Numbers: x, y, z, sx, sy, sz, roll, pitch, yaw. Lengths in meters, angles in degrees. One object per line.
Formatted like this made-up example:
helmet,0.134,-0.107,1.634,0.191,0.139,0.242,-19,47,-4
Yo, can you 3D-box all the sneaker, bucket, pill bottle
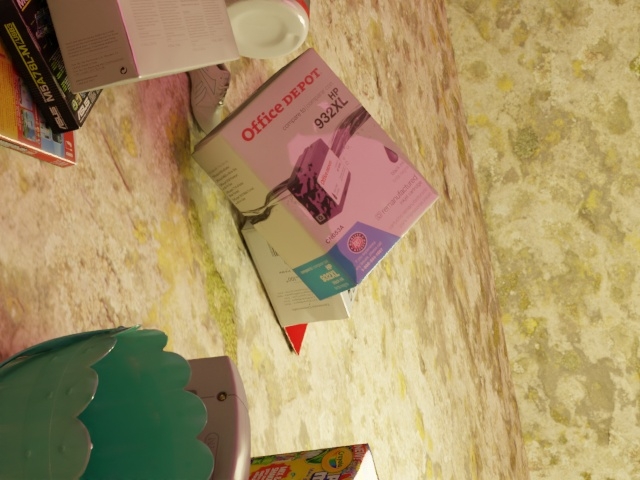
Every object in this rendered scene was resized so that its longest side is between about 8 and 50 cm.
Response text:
sneaker,-0.167,-0.233,2.020,0.053,0.061,0.152,-15,96,-72
bucket,-0.250,0.234,1.375,0.281,0.183,0.281,-11,90,-71
pill bottle,-0.093,-0.458,2.186,0.161,0.161,0.283,53,33,-52

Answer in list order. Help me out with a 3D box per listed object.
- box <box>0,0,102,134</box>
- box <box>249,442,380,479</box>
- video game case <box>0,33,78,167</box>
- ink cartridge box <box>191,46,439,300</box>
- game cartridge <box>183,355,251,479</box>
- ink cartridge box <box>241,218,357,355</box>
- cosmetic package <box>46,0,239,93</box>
box,-0.313,-0.254,1.577,0.191,0.045,0.184,-75,146,-50
box,-0.080,0.407,1.614,0.290,0.279,0.177,-52,129,-65
video game case,-0.368,-0.208,1.504,0.285,0.025,0.204,22,60,-67
ink cartridge box,-0.007,-0.100,1.998,0.307,0.129,0.223,48,63,-9
game cartridge,-0.181,0.274,1.522,0.062,0.198,0.297,69,21,-49
ink cartridge box,0.000,0.000,2.263,0.309,0.130,0.272,-71,147,-54
cosmetic package,-0.233,-0.344,1.648,0.377,0.097,0.284,-36,115,-72
